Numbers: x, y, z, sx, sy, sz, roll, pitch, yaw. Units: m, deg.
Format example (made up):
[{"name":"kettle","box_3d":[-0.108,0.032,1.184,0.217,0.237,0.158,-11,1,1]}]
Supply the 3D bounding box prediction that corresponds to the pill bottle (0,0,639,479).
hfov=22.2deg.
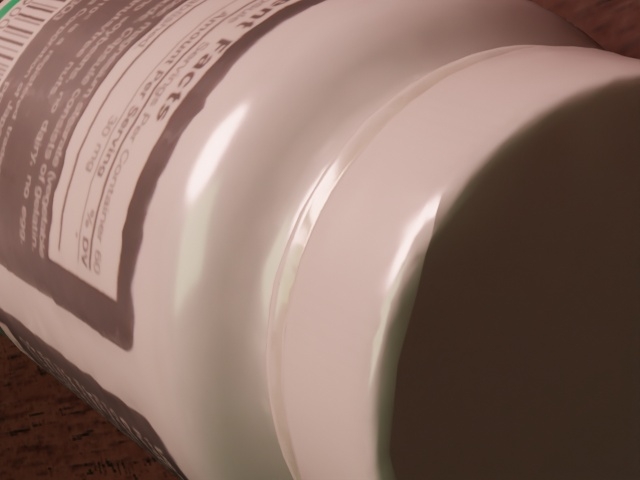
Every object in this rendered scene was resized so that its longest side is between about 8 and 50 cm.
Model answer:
[{"name":"pill bottle","box_3d":[0.000,0.000,0.604,0.361,0.204,0.204,24,110,58]}]
